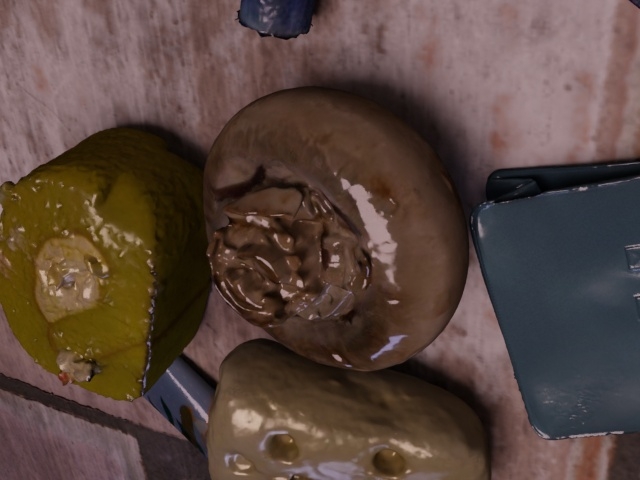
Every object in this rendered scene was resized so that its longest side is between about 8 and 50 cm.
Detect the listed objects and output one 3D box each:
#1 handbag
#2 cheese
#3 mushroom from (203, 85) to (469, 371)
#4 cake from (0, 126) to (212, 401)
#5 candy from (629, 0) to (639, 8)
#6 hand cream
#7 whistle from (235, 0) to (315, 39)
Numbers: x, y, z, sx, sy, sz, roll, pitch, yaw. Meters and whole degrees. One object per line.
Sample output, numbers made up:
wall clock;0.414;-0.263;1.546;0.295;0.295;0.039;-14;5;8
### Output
handbag;0.205;0.049;0.622;0.144;0.057;0.221;-5;116;29
cheese;0.027;0.189;0.753;0.263;0.093;0.159;13;130;0
mushroom;0.000;0.000;0.626;0.226;0.178;0.226;21;133;24
cake;-0.203;0.019;0.789;0.179;0.156;0.260;23;127;9
candy;0.241;-0.144;0.467;0.312;0.061;0.088;41;133;3
hand cream;-0.121;0.203;0.922;0.271;0.058;0.091;41;129;8
whistle;-0.009;-0.281;0.531;0.062;0.062;0.304;25;129;15
